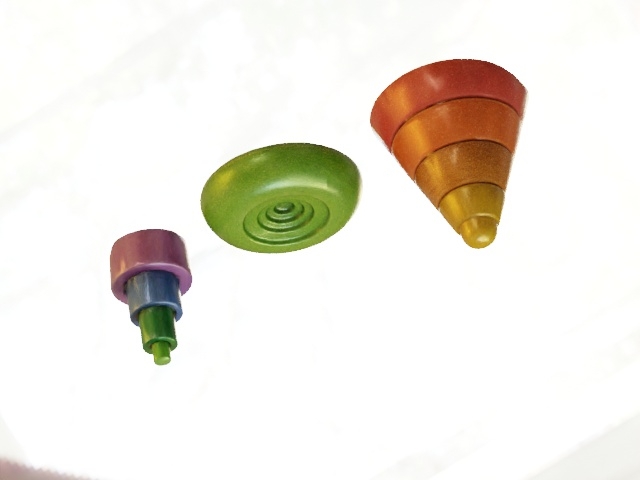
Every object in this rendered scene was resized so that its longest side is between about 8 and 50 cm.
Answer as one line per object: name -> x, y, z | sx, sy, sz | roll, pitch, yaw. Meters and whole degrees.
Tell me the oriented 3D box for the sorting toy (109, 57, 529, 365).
sorting toy -> 0.000, 0.000, 1.423 | 0.127, 0.365, 0.126 | 38, -147, -50
